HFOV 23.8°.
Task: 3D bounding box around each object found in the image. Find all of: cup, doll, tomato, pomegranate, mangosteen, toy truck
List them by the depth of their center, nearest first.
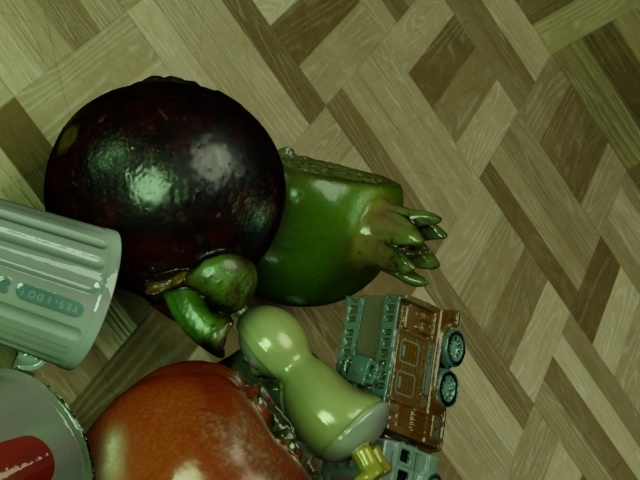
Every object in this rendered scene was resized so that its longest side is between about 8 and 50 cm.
[{"bbox_3d":[-0.392,0.265,1.513,0.288,0.203,0.203,-28,90,-51],"label":"cup"},{"bbox_3d":[-0.350,0.062,1.694,0.202,0.167,0.221,20,66,-21],"label":"cup"},{"bbox_3d":[-0.140,0.300,1.745,0.341,0.272,0.341,54,-2,2],"label":"tomato"},{"bbox_3d":[-0.195,-0.028,1.899,0.306,0.306,0.360,16,69,-49],"label":"mangosteen"},{"bbox_3d":[-0.018,0.190,1.934,0.296,0.117,0.141,42,10,16],"label":"doll"},{"bbox_3d":[0.089,0.226,2.057,0.162,0.136,0.305,29,65,-50],"label":"toy truck"},{"bbox_3d":[0.000,0.000,2.148,0.309,0.358,0.216,5,106,-60],"label":"pomegranate"}]

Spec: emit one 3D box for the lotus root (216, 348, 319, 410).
[{"bbox_3d":[-0.080,0.214,2.043,0.235,0.119,0.138,0,67,-53],"label":"lotus root"}]
